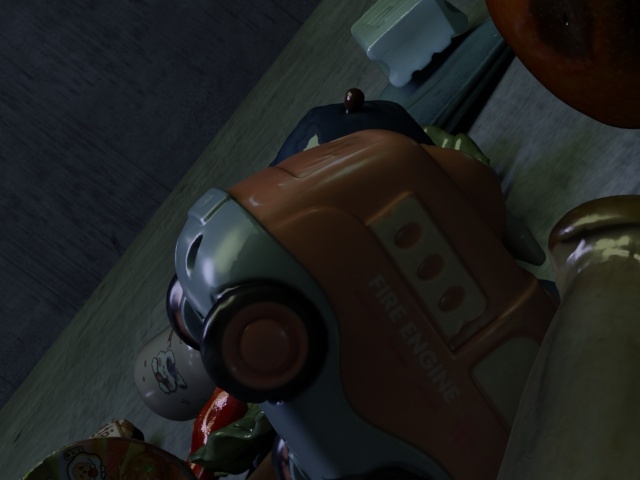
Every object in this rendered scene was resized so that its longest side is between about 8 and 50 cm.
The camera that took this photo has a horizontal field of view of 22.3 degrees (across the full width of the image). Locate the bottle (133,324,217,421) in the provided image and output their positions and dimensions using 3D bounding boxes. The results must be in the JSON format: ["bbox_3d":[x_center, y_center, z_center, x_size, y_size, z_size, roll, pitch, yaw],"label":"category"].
[{"bbox_3d":[-0.119,0.125,1.817,0.233,0.110,0.110,-34,22,55],"label":"bottle"}]

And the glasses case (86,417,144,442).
[{"bbox_3d":[-0.326,0.357,1.997,0.321,0.082,0.122,-54,9,-7],"label":"glasses case"}]

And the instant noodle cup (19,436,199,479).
[{"bbox_3d":[-0.198,0.285,1.503,0.205,0.205,0.153,-55,2,-12],"label":"instant noodle cup"}]

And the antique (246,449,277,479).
[{"bbox_3d":[0.014,0.178,1.192,0.310,0.093,0.087,-51,12,6],"label":"antique"}]

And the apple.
[{"bbox_3d":[0.235,-0.196,1.158,0.230,0.230,0.230,-49,12,15],"label":"apple"}]

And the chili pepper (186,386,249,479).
[{"bbox_3d":[-0.109,0.201,1.702,0.059,0.050,0.191,18,78,59],"label":"chili pepper"}]

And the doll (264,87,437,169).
[{"bbox_3d":[0.048,-0.004,1.329,0.154,0.228,0.258,96,164,-49],"label":"doll"}]

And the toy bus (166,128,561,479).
[{"bbox_3d":[0.044,0.061,1.041,0.232,0.288,0.194,-38,12,-9],"label":"toy bus"}]

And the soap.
[{"bbox_3d":[0.105,-0.259,1.964,0.119,0.066,0.198,-43,14,7],"label":"soap"}]

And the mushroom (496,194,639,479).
[{"bbox_3d":[0.143,0.137,0.744,0.154,0.137,0.407,122,170,-48],"label":"mushroom"}]

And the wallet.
[{"bbox_3d":[0.116,-0.158,1.878,0.251,0.054,0.290,-55,12,-24],"label":"wallet"}]

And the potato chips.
[{"bbox_3d":[0.009,0.072,1.523,0.373,0.097,0.389,-43,14,43],"label":"potato chips"}]
